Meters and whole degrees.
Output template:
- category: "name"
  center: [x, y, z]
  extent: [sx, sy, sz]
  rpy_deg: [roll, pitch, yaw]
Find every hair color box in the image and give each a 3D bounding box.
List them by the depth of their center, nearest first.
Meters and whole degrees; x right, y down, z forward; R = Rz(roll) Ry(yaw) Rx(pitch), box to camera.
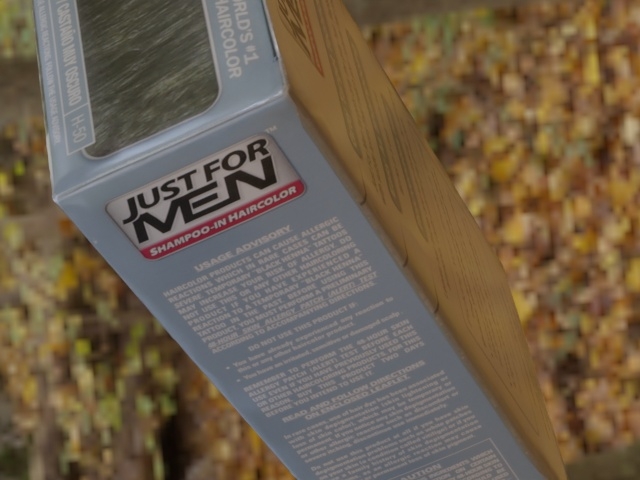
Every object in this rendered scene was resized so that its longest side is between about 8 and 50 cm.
- category: "hair color box"
  center: [0.000, 0.000, 0.977]
  extent: [0.374, 0.113, 0.185]
  rpy_deg: [55, -164, -46]
